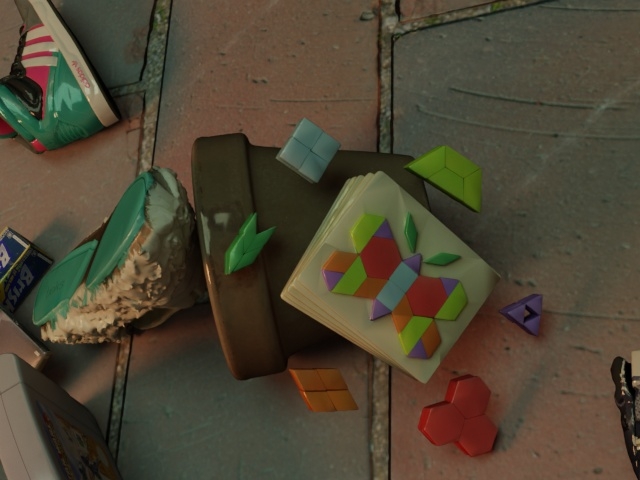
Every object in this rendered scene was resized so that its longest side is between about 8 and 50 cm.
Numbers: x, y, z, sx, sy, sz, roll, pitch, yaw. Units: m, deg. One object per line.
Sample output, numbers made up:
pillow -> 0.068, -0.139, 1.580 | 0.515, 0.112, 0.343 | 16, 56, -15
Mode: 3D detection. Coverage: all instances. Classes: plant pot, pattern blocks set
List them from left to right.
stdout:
plant pot -> 0.000, 0.000, 1.122 | 0.229, 0.263, 0.263 | -10, 60, 1
pattern blocks set -> 0.071, 0.040, 1.024 | 0.285, 0.325, 0.026 | -68, 17, -7

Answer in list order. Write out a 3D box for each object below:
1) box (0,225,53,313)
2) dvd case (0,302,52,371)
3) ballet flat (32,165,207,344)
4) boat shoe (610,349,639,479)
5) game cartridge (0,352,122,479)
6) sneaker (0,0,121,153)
box -> -0.428, 0.069, 1.385 | 0.059, 0.054, 0.169 | 32, 82, 33
dvd case -> -0.437, 0.178, 1.308 | 0.164, 0.018, 0.221 | 38, 101, 25
ballet flat -> -0.195, 0.031, 1.148 | 0.409, 0.147, 0.147 | -28, 45, 59
boat shoe -> 0.424, 0.169, 0.907 | 0.341, 0.127, 0.158 | -9, 68, 30
game cartridge -> -0.261, 0.259, 1.124 | 0.062, 0.198, 0.297 | -31, 56, -5
sneaker -> -0.412, -0.228, 1.493 | 0.178, 0.124, 0.295 | -32, 57, -4
